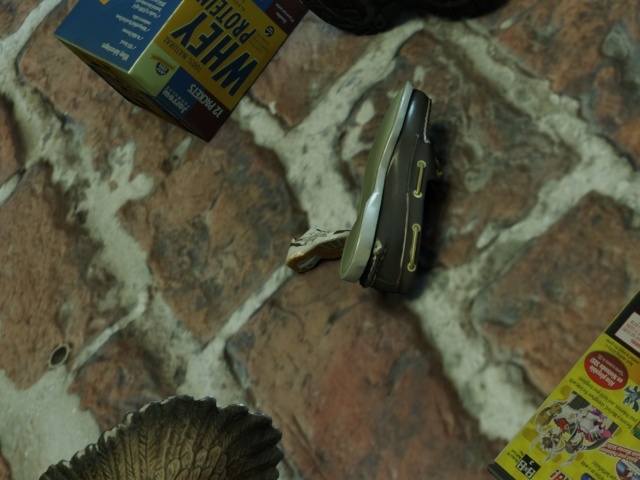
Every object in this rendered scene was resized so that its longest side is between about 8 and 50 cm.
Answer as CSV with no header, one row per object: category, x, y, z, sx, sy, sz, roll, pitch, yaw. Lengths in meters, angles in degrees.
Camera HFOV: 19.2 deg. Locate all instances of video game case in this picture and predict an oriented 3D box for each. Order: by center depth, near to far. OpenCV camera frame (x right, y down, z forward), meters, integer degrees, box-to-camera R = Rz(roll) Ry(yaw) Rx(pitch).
video game case,0.285,0.149,1.420,0.248,0.035,0.275,-49,38,-1

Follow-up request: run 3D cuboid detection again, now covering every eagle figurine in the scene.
eagle figurine,-0.165,0.284,1.636,0.298,0.226,0.225,-25,22,36

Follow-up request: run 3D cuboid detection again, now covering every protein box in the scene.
protein box,-0.157,-0.251,2.131,0.201,0.136,0.200,-54,37,-6

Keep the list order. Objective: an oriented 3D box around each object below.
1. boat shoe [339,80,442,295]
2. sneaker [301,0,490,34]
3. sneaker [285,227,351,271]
boat shoe,0.076,-0.048,1.779,0.081,0.069,0.227,121,167,-57
sneaker,0.084,-0.295,1.973,0.286,0.109,0.130,3,50,39
sneaker,0.000,0.000,1.839,0.083,0.032,0.037,-20,46,32
